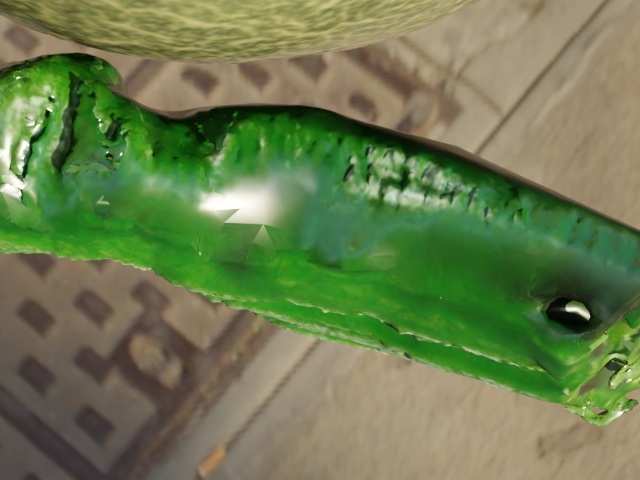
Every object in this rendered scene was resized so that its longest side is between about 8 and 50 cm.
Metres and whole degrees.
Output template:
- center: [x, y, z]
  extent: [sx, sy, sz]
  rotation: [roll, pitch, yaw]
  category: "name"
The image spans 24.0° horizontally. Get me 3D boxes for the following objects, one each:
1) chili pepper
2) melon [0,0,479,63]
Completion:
- center: [0.000, -0.002, 0.402]
  extent: [0.224, 0.098, 0.061]
  rotation: [12, 70, -2]
  category: "chili pepper"
- center: [-0.023, -0.163, 0.376]
  extent: [0.237, 0.301, 0.237]
  rotation: [7, 106, 27]
  category: "melon"
